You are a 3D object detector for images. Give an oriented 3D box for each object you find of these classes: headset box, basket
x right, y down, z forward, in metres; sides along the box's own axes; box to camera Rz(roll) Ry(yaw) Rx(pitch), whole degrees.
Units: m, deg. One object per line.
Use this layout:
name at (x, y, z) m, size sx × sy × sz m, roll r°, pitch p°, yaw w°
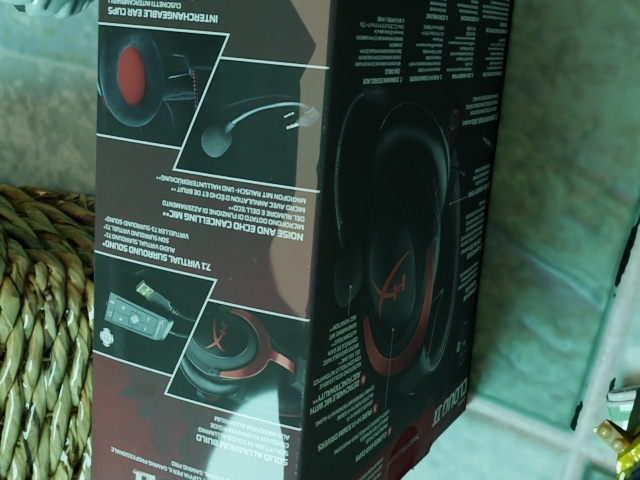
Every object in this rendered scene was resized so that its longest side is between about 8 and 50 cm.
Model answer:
headset box at (0.000, 0.000, 0.455) m, size 0.110 × 0.218 × 0.293 m, roll 11°, pitch 106°, yaw 26°
basket at (-0.207, 0.115, 0.661) m, size 0.213 × 0.223 × 0.299 m, roll 36°, pitch 120°, yaw 54°

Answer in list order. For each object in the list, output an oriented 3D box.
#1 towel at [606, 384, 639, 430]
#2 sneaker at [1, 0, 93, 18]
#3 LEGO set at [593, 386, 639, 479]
towel at (0.221, 0.139, 0.483) m, size 0.113 × 0.023 × 0.152 m, roll -15°, pitch 95°, yaw 32°
sneaker at (-0.092, -0.176, 0.432) m, size 0.118 × 0.292 × 0.110 m, roll -37°, pitch 94°, yaw 20°
LEGO set at (0.229, 0.121, 0.232) m, size 0.255 × 0.192 × 0.331 m, roll -40°, pitch 85°, yaw 28°
